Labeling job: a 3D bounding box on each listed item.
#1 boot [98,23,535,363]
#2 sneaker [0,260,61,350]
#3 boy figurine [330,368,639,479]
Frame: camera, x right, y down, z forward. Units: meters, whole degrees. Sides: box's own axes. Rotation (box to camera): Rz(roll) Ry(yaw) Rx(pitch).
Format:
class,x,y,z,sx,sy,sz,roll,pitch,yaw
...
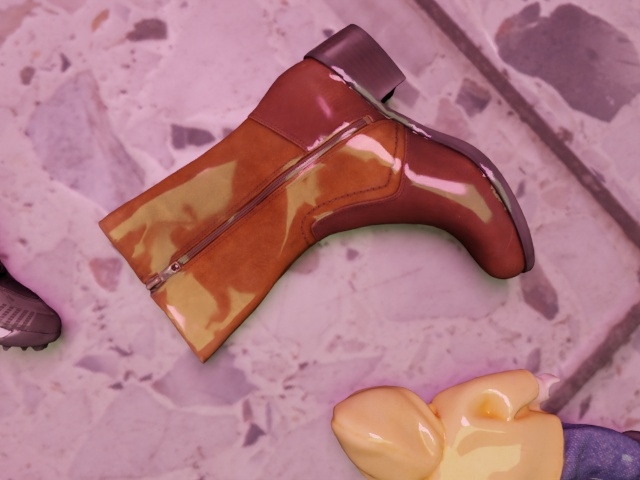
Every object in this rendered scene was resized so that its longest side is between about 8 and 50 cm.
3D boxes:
class,x,y,z,sx,sy,sz,roll,pitch,yaw
boot,0.000,0.000,0.522,0.280,0.096,0.264,-41,93,-4
sneaker,-0.300,-0.002,0.500,0.234,0.078,0.106,31,88,-2
boy figurine,0.143,0.193,0.534,0.284,0.092,0.178,12,88,-5
